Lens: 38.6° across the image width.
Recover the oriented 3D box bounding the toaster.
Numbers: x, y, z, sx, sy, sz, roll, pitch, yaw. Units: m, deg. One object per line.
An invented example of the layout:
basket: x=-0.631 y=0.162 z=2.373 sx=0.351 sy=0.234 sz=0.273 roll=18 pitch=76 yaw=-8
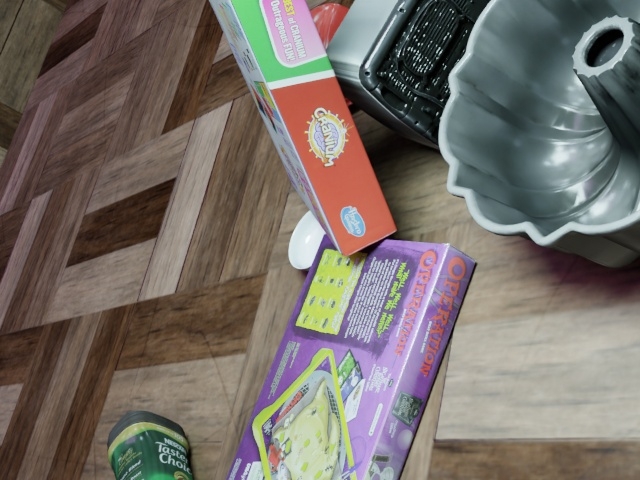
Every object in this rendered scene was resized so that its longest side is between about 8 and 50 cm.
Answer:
toaster: x=0.111 y=-0.185 z=0.934 sx=0.186 sy=0.168 sz=0.110 roll=-60 pitch=30 yaw=-1

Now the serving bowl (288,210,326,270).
serving bowl: x=0.000 y=0.000 z=1.066 sx=0.083 sy=0.027 sz=0.083 roll=-33 pitch=42 yaw=36

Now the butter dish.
butter dish: x=-0.012 y=-0.245 z=1.186 sx=0.160 sy=0.118 sz=0.160 roll=-17 pitch=53 yaw=46

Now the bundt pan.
bundt pan: x=0.256 y=-0.123 z=0.726 sx=0.331 sy=0.124 sz=0.331 roll=-32 pitch=43 yaw=36

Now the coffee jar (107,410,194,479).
coffee jar: x=-0.188 y=0.280 z=1.044 sx=0.079 sy=0.096 sz=0.184 roll=-48 pitch=35 yaw=13

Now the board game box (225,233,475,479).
board game box: x=0.014 y=0.162 z=0.909 sx=0.208 sy=0.056 sz=0.347 roll=4 pitch=69 yaw=59

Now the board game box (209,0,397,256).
board game box: x=-0.036 y=-0.167 z=0.960 sx=0.064 sy=0.317 sz=0.242 roll=-26 pitch=26 yaw=-4
